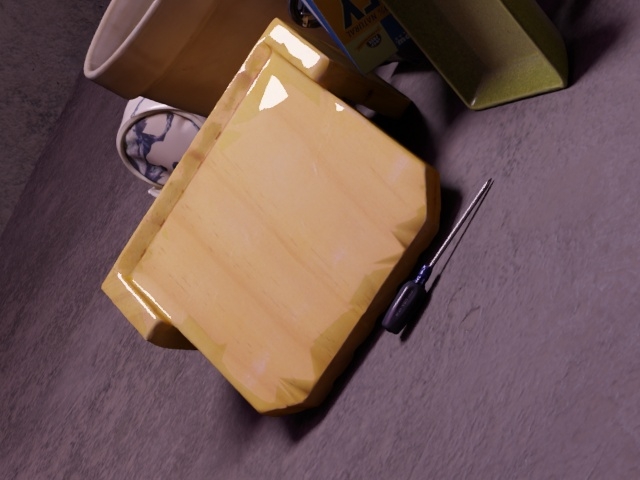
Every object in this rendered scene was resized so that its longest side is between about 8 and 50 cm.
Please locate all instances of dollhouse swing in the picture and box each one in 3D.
[{"bbox_3d":[0.000,0.000,1.757,0.347,0.305,0.315,-57,-23,9],"label":"dollhouse swing"}]

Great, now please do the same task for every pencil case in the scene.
[{"bbox_3d":[-0.190,-0.247,2.477,0.410,0.160,0.183,-79,-6,-45],"label":"pencil case"}]

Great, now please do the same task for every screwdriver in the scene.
[{"bbox_3d":[0.107,0.012,1.519,0.025,0.024,0.170,26,83,43],"label":"screwdriver"}]

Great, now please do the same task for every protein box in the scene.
[{"bbox_3d":[0.018,-0.314,1.696,0.136,0.200,0.201,-36,36,2],"label":"protein box"}]

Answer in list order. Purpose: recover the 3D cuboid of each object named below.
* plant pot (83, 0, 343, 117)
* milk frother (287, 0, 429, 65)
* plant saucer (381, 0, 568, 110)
[{"bbox_3d":[-0.093,-0.271,2.064,0.323,0.280,0.323,-51,19,26],"label":"plant pot"},{"bbox_3d":[0.053,-0.252,1.850,0.143,0.129,0.135,-17,9,-17],"label":"milk frother"},{"bbox_3d":[0.141,-0.216,1.548,0.045,0.188,0.188,-46,14,-18],"label":"plant saucer"}]
